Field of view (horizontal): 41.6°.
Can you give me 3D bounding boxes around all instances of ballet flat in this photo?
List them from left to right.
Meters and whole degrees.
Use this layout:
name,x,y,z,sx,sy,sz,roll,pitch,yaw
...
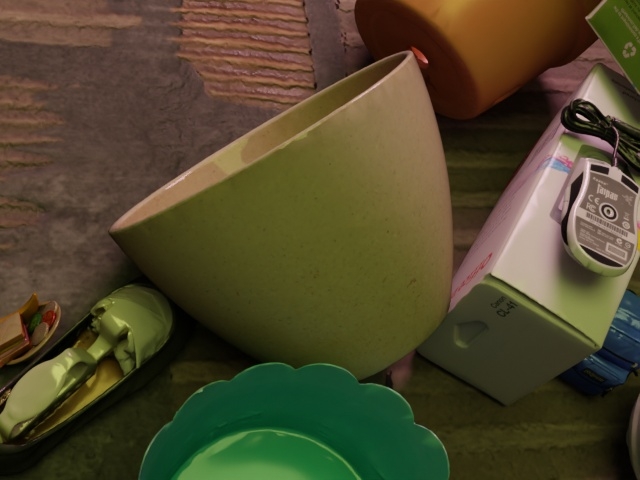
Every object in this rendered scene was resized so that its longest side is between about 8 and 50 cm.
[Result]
name,x,y,z,sx,sy,sz,roll,pitch,yaw
ballet flat,-0.215,0.116,0.815,0.095,0.096,0.280,41,62,8

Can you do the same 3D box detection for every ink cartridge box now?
name,x,y,z,sx,sy,sz,roll,pitch,yaw
ink cartridge box,0.249,-0.002,0.906,0.131,0.226,0.306,31,62,3
ink cartridge box,0.367,-0.258,0.903,0.189,0.097,0.255,-2,56,-39

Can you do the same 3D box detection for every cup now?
name,x,y,z,sx,sy,sz,roll,pitch,yaw
cup,0.000,0.000,0.827,0.331,0.331,0.237,-38,104,-26

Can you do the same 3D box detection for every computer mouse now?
name,x,y,z,sx,sy,sz,roll,pitch,yaw
computer mouse,0.256,-0.041,0.778,0.106,0.042,0.193,28,56,-4

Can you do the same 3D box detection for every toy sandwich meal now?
name,x,y,z,sx,sy,sz,roll,pitch,yaw
toy sandwich meal,-0.294,0.087,0.828,0.085,0.029,0.085,-22,38,18

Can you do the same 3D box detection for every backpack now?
name,x,y,z,sx,sy,sz,roll,pitch,yaw
backpack,0.318,0.111,0.926,0.098,0.120,0.101,27,61,0

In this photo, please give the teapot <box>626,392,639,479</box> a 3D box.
name,x,y,z,sx,sy,sz,roll,pitch,yaw
teapot,0.411,0.206,0.874,0.256,0.187,0.252,7,80,-39

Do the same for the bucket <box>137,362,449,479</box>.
name,x,y,z,sx,sy,sz,roll,pitch,yaw
bucket,-0.034,0.256,0.739,0.281,0.183,0.281,6,63,-11

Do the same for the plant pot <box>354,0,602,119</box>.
name,x,y,z,sx,sy,sz,roll,pitch,yaw
plant pot,0.179,-0.286,1.016,0.291,0.291,0.203,41,79,9
